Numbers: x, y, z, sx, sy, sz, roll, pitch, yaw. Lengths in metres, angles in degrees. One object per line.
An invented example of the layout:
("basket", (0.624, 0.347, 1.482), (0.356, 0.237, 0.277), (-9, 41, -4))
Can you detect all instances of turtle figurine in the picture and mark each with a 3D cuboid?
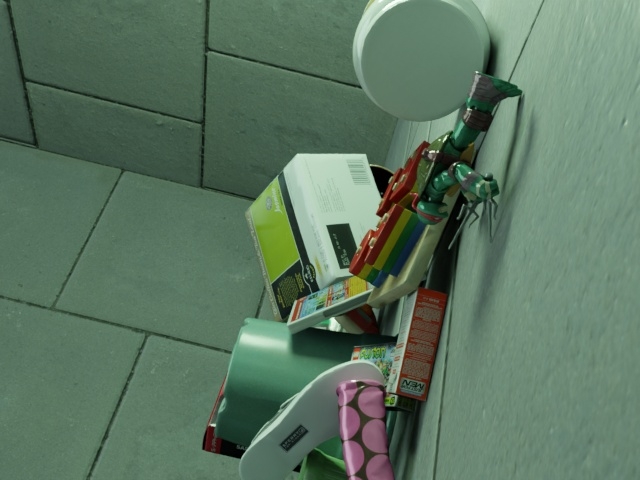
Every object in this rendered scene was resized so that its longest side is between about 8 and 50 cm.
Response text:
("turtle figurine", (0.186, -0.095, 0.998), (0.175, 0.118, 0.234), (-74, 3, -77))

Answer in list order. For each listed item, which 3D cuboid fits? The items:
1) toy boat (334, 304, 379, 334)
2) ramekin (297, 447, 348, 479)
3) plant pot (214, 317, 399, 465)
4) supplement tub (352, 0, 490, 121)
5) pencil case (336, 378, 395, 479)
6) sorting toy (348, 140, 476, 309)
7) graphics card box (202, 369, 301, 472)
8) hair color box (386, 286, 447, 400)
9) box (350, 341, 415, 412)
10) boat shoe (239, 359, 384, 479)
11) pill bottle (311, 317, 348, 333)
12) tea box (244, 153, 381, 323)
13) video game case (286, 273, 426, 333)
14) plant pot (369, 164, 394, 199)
("toy boat", (0.125, 0.195, 2.187), (0.151, 0.151, 0.231), (-46, 0, 0))
("ramekin", (0.015, 0.532, 1.359), (0.303, 0.148, 0.304), (14, -90, -90))
("plant pot", (-0.026, 0.318, 1.596), (0.341, 0.333, 0.341), (14, -90, -90))
("supplement tub", (0.183, -0.357, 1.414), (0.331, 0.240, 0.241), (-75, -2, -66))
("pencil case", (0.071, 0.324, 1.191), (0.098, 0.095, 0.210), (48, -146, -57))
("sorting toy", (0.140, -0.029, 1.327), (0.256, 0.089, 0.257), (-64, 4, -16))
("graphics card box", (-0.070, 0.431, 1.835), (0.233, 0.370, 0.094), (-74, -3, -60))
("hair color box", (0.151, 0.164, 1.216), (0.093, 0.053, 0.167), (109, 176, -79))
("box", (0.107, 0.240, 1.354), (0.207, 0.036, 0.114), (-24, 49, 64))
("boat shoe", (-0.015, 0.306, 1.330), (0.301, 0.108, 0.102), (-45, 6, 8))
("pill bottle", (0.020, 0.427, 2.379), (0.204, 0.204, 0.361), (103, -178, -61))
("tea box", (0.000, 0.000, 1.955), (0.323, 0.219, 0.329), (-39, 62, 50))
("video game case", (0.073, 0.103, 1.577), (0.204, 0.285, 0.025), (-74, -39, -81))
("plant pot", (0.159, -0.099, 2.180), (0.230, 0.215, 0.216), (-7, -69, -75))
